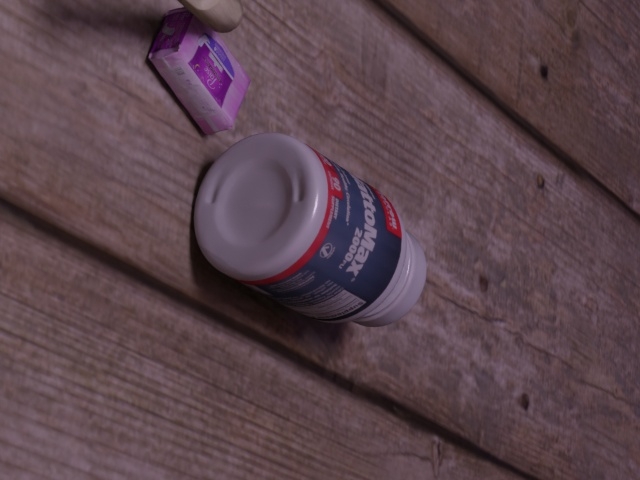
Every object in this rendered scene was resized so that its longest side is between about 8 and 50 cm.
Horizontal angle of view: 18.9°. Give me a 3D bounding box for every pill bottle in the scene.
[{"bbox_3d":[0.000,0.000,1.395,0.180,0.108,0.108,29,60,-53],"label":"pill bottle"}]

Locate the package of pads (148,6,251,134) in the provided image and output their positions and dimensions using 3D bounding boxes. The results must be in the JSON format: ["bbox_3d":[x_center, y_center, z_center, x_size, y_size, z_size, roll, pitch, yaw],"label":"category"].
[{"bbox_3d":[-0.084,-0.119,1.352,0.083,0.032,0.050,53,41,-39],"label":"package of pads"}]

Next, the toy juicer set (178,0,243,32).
[{"bbox_3d":[-0.100,-0.265,1.309,0.209,0.089,0.329,70,22,-63],"label":"toy juicer set"}]
